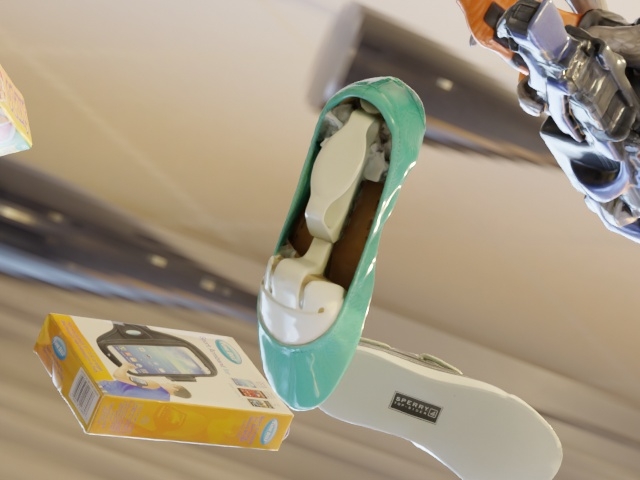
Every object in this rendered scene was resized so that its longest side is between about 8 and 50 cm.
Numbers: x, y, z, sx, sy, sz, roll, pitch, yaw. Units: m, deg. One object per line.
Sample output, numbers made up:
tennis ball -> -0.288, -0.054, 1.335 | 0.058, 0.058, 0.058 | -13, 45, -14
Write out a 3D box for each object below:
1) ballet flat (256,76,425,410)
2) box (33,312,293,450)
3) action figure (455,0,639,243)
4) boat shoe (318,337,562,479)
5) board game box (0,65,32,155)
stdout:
ballet flat -> 0.000, 0.000, 1.342 | 0.087, 0.083, 0.247 | 8, 102, -63
box -> -0.078, 0.077, 1.033 | 0.081, 0.136, 0.028 | 47, -58, 47
action figure -> 0.203, -0.147, 1.406 | 0.178, 0.330, 0.341 | -50, 150, -7
boat shoe -> 0.088, 0.126, 1.494 | 0.077, 0.219, 0.070 | -61, -165, 12
board game box -> -0.261, -0.033, 0.825 | 0.124, 0.259, 0.039 | 92, -14, -82
